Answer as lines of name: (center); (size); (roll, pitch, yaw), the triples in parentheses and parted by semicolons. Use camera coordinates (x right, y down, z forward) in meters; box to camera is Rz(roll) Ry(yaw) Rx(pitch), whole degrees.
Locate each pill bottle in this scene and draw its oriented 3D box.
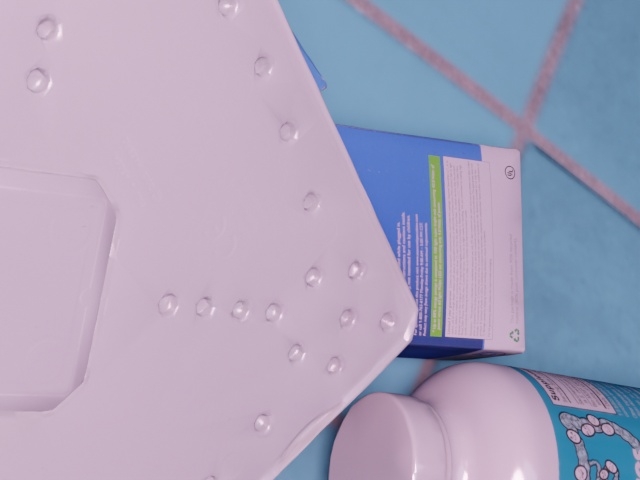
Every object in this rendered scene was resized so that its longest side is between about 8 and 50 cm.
pill bottle: (0.140, 0.155, 0.943); (0.264, 0.146, 0.146); (11, 77, -29)

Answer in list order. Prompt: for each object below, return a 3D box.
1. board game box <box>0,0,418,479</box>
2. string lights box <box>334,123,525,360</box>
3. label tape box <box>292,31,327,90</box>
board game box: (-0.158, 0.017, 0.693); (0.390, 0.050, 0.390); (-42, 126, -23)
string lights box: (0.000, 0.000, 0.923); (0.260, 0.077, 0.133); (6, 79, -31)
label tape box: (-0.142, -0.195, 0.795); (0.240, 0.106, 0.333); (-34, 88, -38)
